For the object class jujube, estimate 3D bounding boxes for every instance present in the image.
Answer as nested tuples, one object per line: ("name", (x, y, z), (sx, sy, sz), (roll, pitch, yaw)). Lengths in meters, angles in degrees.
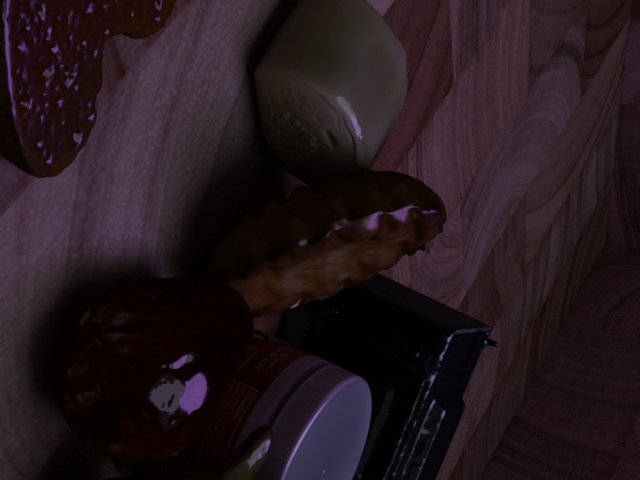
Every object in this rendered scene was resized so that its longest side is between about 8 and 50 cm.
("jujube", (-0.176, 0.129, 1.251), (0.255, 0.190, 0.190), (-36, 141, -60))

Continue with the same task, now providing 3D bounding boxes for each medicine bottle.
("medicine bottle", (-0.096, 0.244, 1.438), (0.252, 0.241, 0.252), (-47, 149, -39))

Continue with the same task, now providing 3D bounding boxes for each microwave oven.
("microwave oven", (0.063, 0.244, 1.738), (0.218, 0.286, 0.354), (6, 108, -65))

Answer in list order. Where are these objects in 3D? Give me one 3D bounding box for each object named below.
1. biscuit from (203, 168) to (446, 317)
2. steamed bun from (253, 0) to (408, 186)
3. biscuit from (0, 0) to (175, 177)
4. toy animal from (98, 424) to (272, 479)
("biscuit", (0.000, 0.000, 1.448), (0.326, 0.107, 0.325), (-21, 164, -6))
("steamed bun", (0.026, -0.192, 1.443), (0.200, 0.155, 0.250), (-57, 157, -25))
("biscuit", (-0.216, -0.213, 1.038), (0.277, 0.052, 0.262), (-50, 155, -38))
("toy animal", (-0.162, 0.323, 1.243), (0.180, 0.363, 0.181), (-25, 93, -59))
